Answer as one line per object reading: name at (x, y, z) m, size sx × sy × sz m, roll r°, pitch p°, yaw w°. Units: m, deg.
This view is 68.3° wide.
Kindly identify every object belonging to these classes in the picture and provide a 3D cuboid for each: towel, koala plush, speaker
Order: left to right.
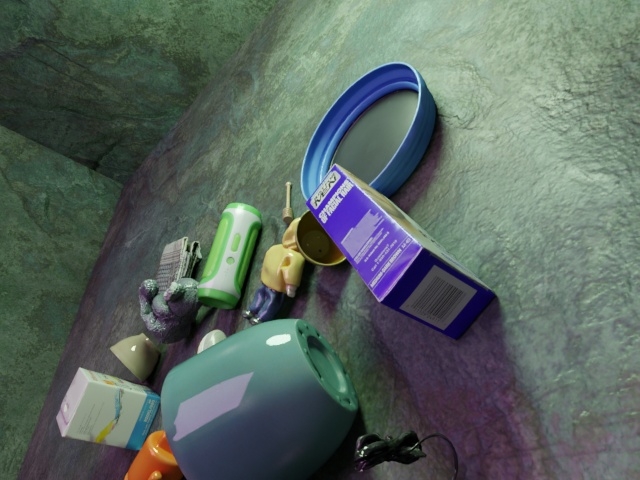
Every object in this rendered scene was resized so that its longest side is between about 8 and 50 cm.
towel at (-0.556, 0.148, 1.737) m, size 0.324 × 0.056 × 0.311 m, roll -8°, pitch 66°, yaw 54°
koala plush at (-0.429, 0.193, 1.453) m, size 0.221 × 0.196 × 0.203 m, roll -35°, pitch 52°, yaw 35°
speaker at (-0.262, 0.044, 1.376) m, size 0.131 × 0.131 × 0.296 m, roll -16°, pitch 53°, yaw 49°

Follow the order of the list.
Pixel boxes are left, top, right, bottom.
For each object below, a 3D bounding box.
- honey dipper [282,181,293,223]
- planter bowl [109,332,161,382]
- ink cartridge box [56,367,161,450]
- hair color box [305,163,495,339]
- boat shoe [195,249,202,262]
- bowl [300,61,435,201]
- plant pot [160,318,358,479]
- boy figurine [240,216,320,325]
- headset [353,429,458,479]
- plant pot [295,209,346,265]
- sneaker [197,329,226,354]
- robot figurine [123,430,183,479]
honey dipper at (-0.092, -0.112, 1.353) m, size 0.030 × 0.031 × 0.160 m, roll -39°, pitch 34°, yaw 31°
planter bowl at (-0.612, 0.384, 1.595) m, size 0.109 × 0.162 × 0.162 m, roll -43°, pitch 25°, yaw -24°
ink cartridge box at (-0.652, 0.517, 1.453) m, size 0.171 × 0.233 × 0.168 m, roll 1°, pitch 67°, yaw 54°
hair color box at (0.120, 0.004, 0.817) m, size 0.110 × 0.185 × 0.339 m, roll -54°, pitch 33°, yaw 11°
boat shoe at (-0.463, 0.046, 1.741) m, size 0.035 × 0.035 × 0.100 m, roll -48°, pitch 41°, yaw 15°
bowl at (0.105, -0.234, 1.123) m, size 0.391 × 0.077 × 0.390 m, roll -35°, pitch 41°, yaw 36°
plant pot at (-0.079, 0.275, 0.812) m, size 0.235 × 0.293 × 0.293 m, roll -36°, pitch 37°, yaw 8°
boy figurine at (-0.094, 0.076, 1.149) m, size 0.177 × 0.092 × 0.285 m, roll 17°, pitch 79°, yaw 58°
headset at (0.168, 0.374, 0.464) m, size 0.243 × 0.185 × 0.394 m, roll -47°, pitch 46°, yaw 20°
plant pot at (0.000, 0.000, 1.061) m, size 0.095 × 0.134 × 0.134 m, roll 137°, pitch 152°, yaw -69°
sneaker at (-0.226, 0.327, 1.153) m, size 0.121 × 0.099 × 0.262 m, roll -35°, pitch 47°, yaw 23°
robot figurine at (-0.401, 0.566, 1.168) m, size 0.158 × 0.128 × 0.219 m, roll 33°, pitch 93°, yaw 47°
